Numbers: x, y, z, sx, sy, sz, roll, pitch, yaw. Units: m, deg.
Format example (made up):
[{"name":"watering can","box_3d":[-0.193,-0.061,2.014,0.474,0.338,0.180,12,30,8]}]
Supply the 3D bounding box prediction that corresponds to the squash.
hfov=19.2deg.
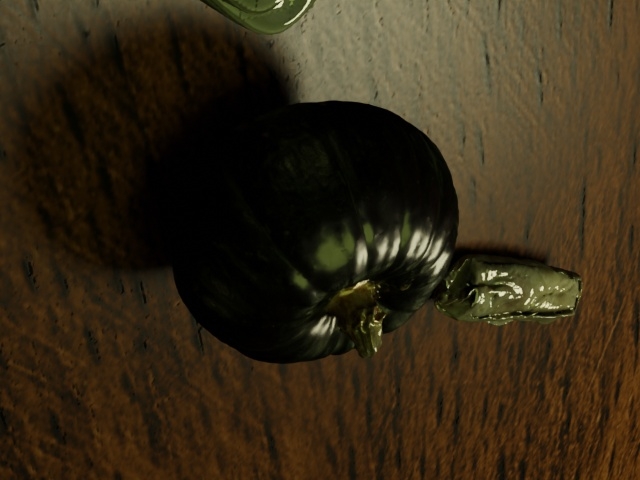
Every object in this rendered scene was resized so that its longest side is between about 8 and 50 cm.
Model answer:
[{"name":"squash","box_3d":[-0.003,-0.005,1.197,0.193,0.156,0.193,-11,127,-15]}]

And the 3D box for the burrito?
[{"name":"burrito","box_3d":[0.152,0.042,1.542,0.188,0.045,0.058,6,92,-51]}]

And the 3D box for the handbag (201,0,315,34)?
[{"name":"handbag","box_3d":[-0.026,-0.247,0.994,0.256,0.079,0.219,-55,145,3]}]
